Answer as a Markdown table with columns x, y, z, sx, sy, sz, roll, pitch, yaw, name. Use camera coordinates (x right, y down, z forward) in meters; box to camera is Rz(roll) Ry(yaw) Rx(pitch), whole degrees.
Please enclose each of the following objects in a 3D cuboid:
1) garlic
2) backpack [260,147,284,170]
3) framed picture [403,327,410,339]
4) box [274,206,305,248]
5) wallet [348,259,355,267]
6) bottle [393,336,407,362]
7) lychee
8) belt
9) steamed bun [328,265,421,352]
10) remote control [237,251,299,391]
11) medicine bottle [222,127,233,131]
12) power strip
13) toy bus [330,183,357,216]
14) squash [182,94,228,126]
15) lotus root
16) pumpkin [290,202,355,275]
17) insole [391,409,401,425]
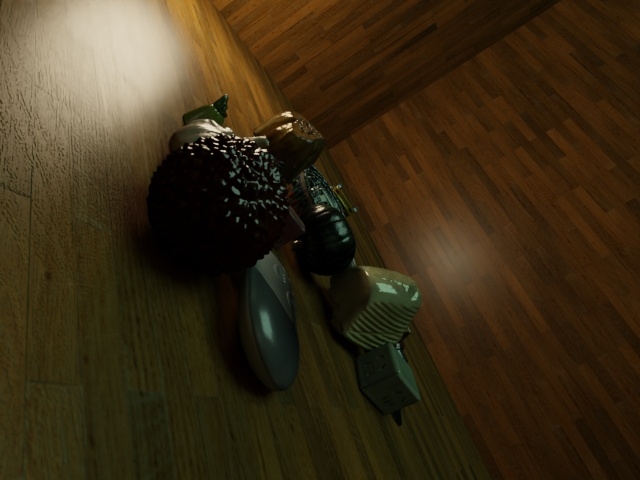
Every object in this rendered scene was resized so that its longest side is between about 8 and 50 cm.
| x | y | z | sx | sy | sz | roll | pitch | yaw | name |
| --- | --- | --- | --- | --- | --- | --- | --- | --- | --- |
| -0.225 | -0.203 | 1.002 | 0.218 | 0.212 | 0.218 | 61 | 8 | -14 | garlic |
| -0.211 | -0.250 | 1.390 | 0.165 | 0.106 | 0.120 | 39 | 41 | -15 | backpack |
| 0.260 | 0.319 | 1.724 | 0.296 | 0.019 | 0.232 | 109 | -37 | -57 | framed picture |
| -0.129 | -0.062 | 1.267 | 0.156 | 0.111 | 0.060 | 55 | 13 | -24 | box |
| 0.140 | 0.105 | 1.949 | 0.183 | 0.032 | 0.124 | 72 | 7 | -79 | wallet |
| 0.228 | 0.366 | 1.601 | 0.156 | 0.143 | 0.271 | 107 | -36 | -51 | bottle |
| -0.184 | -0.063 | 0.788 | 0.264 | 0.300 | 0.264 | 8 | 74 | -30 | lychee |
| -0.037 | -0.134 | 1.676 | 0.295 | 0.161 | 0.207 | 58 | 30 | 2 | belt |
| 0.161 | 0.194 | 1.444 | 0.290 | 0.273 | 0.272 | 20 | 23 | -42 | steamed bun |
| -0.106 | 0.149 | 0.874 | 0.332 | 0.104 | 0.221 | -100 | 171 | -53 | remote control |
| -0.289 | -0.286 | 1.293 | 0.051 | 0.051 | 0.191 | 50 | 15 | -35 | medicine bottle |
| 0.230 | 0.464 | 1.378 | 0.224 | 0.140 | 0.139 | 53 | 14 | -29 | power strip |
| 0.054 | -0.159 | 1.934 | 0.145 | 0.151 | 0.331 | 56 | -1 | -8 | toy bus |
| -0.304 | -0.351 | 1.200 | 0.105 | 0.132 | 0.105 | 53 | 13 | -18 | squash |
| -0.143 | -0.421 | 1.799 | 0.316 | 0.250 | 0.316 | 43 | 24 | -25 | lotus root |
| 0.000 | 0.000 | 1.390 | 0.250 | 0.216 | 0.249 | 35 | -49 | 54 | pumpkin |
| 0.280 | 0.582 | 1.591 | 0.109 | 0.007 | 0.322 | 57 | 14 | -4 | insole |
